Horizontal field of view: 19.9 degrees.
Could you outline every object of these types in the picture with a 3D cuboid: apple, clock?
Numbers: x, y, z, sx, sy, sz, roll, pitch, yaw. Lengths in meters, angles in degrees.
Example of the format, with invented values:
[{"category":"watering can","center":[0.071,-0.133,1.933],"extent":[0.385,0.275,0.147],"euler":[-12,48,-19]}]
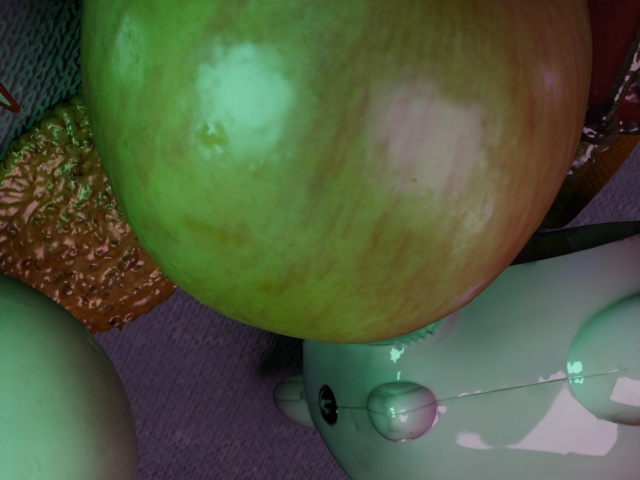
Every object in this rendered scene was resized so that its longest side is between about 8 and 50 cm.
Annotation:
[{"category":"apple","center":[0.007,-0.121,1.340],"extent":[0.391,0.391,0.346],"euler":[-7,139,-37]},{"category":"clock","center":[0.175,0.136,1.721],"extent":[0.376,0.368,0.251],"euler":[-13,94,-25]}]

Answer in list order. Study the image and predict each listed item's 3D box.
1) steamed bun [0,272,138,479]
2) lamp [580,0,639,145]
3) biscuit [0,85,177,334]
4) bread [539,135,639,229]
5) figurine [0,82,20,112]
[{"category":"steamed bun","center":[-0.300,0.171,1.358],"extent":[0.324,0.324,0.206],"euler":[-53,151,7]},{"category":"lamp","center":[0.282,-0.222,1.657],"extent":[0.177,0.177,0.274],"euler":[2,121,-42]},{"category":"biscuit","center":[-0.175,-0.023,1.527],"extent":[0.254,0.035,0.254],"euler":[-23,134,-26]},{"category":"bread","center":[0.263,-0.097,1.816],"extent":[0.189,0.077,0.114],"euler":[-48,160,1]},{"category":"figurine","center":[-0.218,-0.242,1.244],"extent":[0.226,0.160,0.183],"euler":[-50,141,-11]}]
